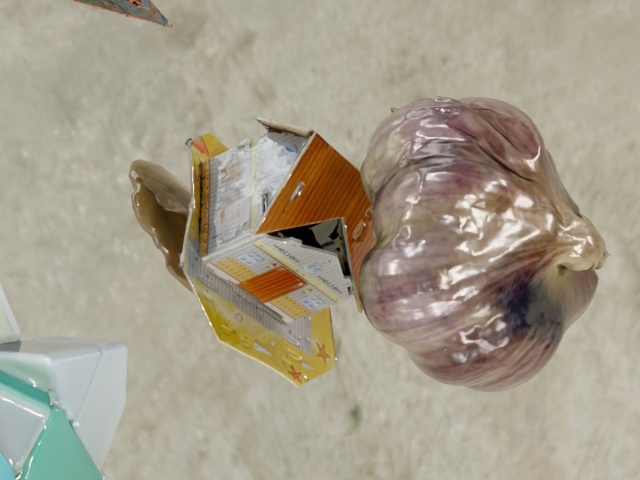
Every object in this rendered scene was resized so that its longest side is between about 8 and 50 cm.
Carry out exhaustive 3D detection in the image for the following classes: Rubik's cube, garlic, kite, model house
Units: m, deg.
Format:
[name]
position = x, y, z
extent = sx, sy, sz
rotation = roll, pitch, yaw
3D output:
[Rubik's cube]
position = -0.245, 0.132, 0.843
extent = 0.224, 0.265, 0.213
rotation = -2, 45, 19
[garlic]
position = 0.131, 0.000, 1.018
extent = 0.160, 0.245, 0.245
rotation = -11, 62, 38
[kite]
position = -0.190, -0.220, 1.100
extent = 0.159, 0.190, 0.010
rotation = 34, 76, -1
[model house]
position = 0.000, 0.000, 1.136
extent = 0.136, 0.219, 0.207
rotation = -24, 48, 28

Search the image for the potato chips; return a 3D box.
[potato chips]
position = -0.115, -0.007, 1.258
extent = 0.049, 0.201, 0.150
rotation = -36, 52, 11
